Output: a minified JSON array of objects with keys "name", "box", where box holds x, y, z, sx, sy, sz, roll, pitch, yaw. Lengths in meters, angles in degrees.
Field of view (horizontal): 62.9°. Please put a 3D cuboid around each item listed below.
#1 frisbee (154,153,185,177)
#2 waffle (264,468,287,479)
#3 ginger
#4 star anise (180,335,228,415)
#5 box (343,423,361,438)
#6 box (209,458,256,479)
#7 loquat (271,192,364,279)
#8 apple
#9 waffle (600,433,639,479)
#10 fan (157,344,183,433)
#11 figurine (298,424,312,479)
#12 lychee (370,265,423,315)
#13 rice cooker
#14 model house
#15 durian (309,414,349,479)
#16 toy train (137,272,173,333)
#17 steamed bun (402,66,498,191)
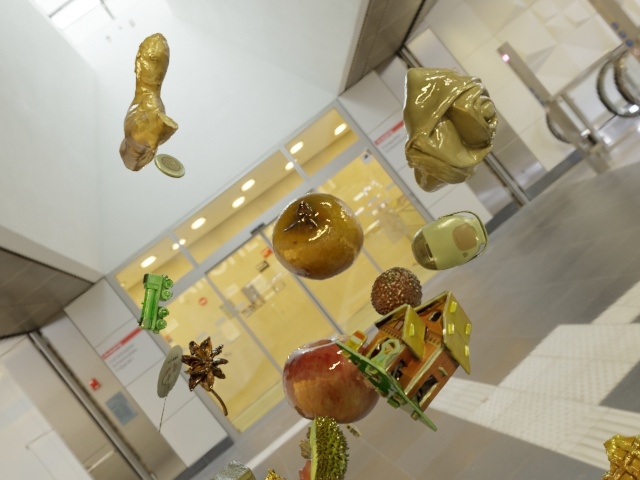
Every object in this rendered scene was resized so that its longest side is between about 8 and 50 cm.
[{"name":"frisbee","box":[-0.496,-0.248,1.728,0.014,0.110,0.110,-48,-6,30]},{"name":"waffle","box":[-0.142,1.033,2.067,0.051,0.231,0.229,-21,25,-38]},{"name":"ginger","box":[-0.430,-0.267,1.265,0.363,0.122,0.348,-55,30,35]},{"name":"star anise","box":[-0.354,0.411,1.597,0.073,0.233,0.177,-29,-34,35]},{"name":"box","box":[0.115,0.715,2.003,0.024,0.083,0.054,-47,21,-6]},{"name":"box","box":[-0.350,0.975,1.971,0.231,0.148,0.155,-34,14,-34]},{"name":"loquat","box":[0.000,0.000,1.892,0.328,0.328,0.359,-39,-38,-6]},{"name":"apple","box":[0.039,0.449,1.658,0.345,0.269,0.345,-14,-3,-1]},{"name":"waffle","box":[0.710,0.559,1.149,0.291,0.051,0.291,-25,48,31]},{"name":"fan","box":[-0.531,0.522,1.824,0.191,0.009,0.328,-13,-64,-81]},{"name":"figurine","box":[0.004,0.828,1.882,0.166,0.206,0.387,-23,20,4]},{"name":"lychee","box":[0.240,0.180,1.656,0.165,0.197,0.165,-3,6,0]},{"name":"rice cooker","box":[0.350,0.003,1.444,0.207,0.145,0.127,-22,1,0]},{"name":"model house","box":[0.229,0.259,1.426,0.323,0.300,0.340,-47,31,-14]},{"name":"durian","box":[0.031,0.574,1.363,0.137,0.220,0.096,12,-7,-43]},{"name":"toy train","box":[-0.686,0.258,2.163,0.119,0.251,0.085,18,-22,-35]},{"name":"steamed bun","box":[0.392,-0.340,1.557,0.255,0.367,0.342,-4,-8,24]}]
